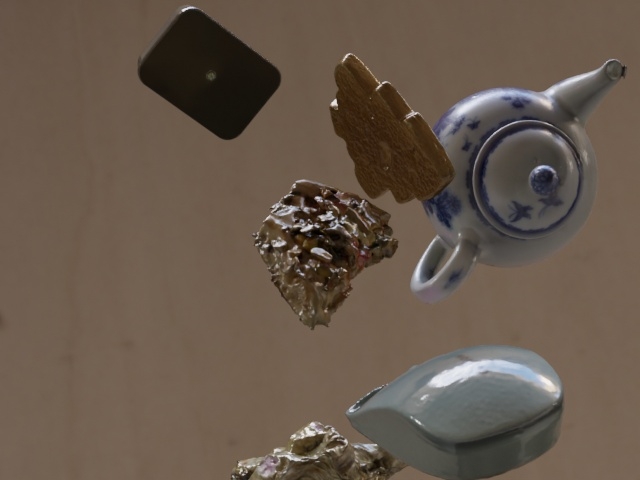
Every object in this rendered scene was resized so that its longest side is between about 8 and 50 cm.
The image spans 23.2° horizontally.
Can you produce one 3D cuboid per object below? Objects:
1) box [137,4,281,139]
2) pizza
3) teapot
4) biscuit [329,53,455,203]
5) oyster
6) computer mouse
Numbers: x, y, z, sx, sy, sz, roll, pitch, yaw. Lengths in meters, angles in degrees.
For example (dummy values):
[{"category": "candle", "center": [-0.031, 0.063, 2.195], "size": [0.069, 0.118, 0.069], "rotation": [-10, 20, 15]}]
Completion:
[{"category": "box", "center": [-0.108, -0.162, 1.489], "size": [0.126, 0.031, 0.091], "rotation": [34, -80, -28]}, {"category": "pizza", "center": [0.000, 0.000, 1.791], "size": [0.226, 0.147, 0.069], "rotation": [-44, -14, -51]}, {"category": "teapot", "center": [0.266, -0.084, 2.151], "size": [0.424, 0.252, 0.280], "rotation": [-51, 12, -4]}, {"category": "biscuit", "center": [0.093, -0.125, 1.968], "size": [0.041, 0.239, 0.212], "rotation": [-30, -52, -25]}, {"category": "oyster", "center": [0.000, 0.221, 1.566], "size": [0.191, 0.081, 0.163], "rotation": [-1, -7, -21]}, {"category": "computer mouse", "center": [0.104, 0.121, 1.213], "size": [0.128, 0.079, 0.231], "rotation": [-19, 11, -21]}]
